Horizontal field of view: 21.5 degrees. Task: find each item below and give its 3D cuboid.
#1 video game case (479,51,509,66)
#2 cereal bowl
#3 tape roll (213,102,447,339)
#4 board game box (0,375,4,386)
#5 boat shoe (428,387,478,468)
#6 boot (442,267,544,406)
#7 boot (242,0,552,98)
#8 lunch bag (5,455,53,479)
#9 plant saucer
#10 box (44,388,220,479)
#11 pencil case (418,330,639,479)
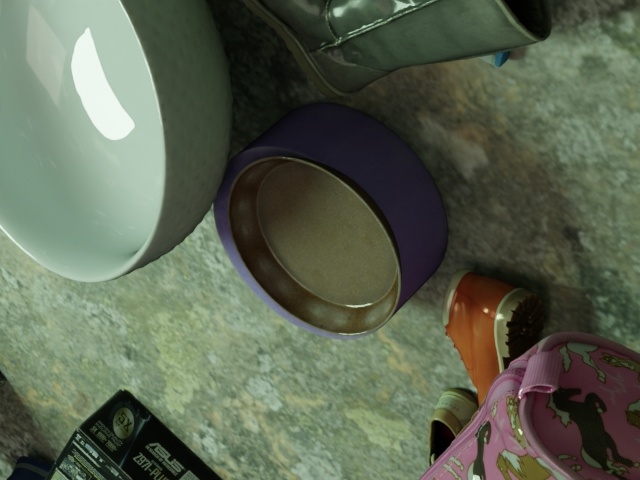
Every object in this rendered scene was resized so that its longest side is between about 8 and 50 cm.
[{"bbox_3d":[0.076,-0.212,1.256,0.166,0.015,0.119,29,136,21],"label":"video game case"},{"bbox_3d":[-0.189,-0.142,1.421,0.339,0.141,0.339,25,128,37],"label":"cereal bowl"},{"bbox_3d":[0.007,-0.015,1.423,0.189,0.080,0.189,23,134,27],"label":"tape roll"},{"bbox_3d":[-0.549,0.168,1.885,0.232,0.291,0.141,53,139,-6],"label":"board game box"},{"bbox_3d":[0.117,0.196,1.522,0.050,0.045,0.135,14,130,33],"label":"boat shoe"},{"bbox_3d":[0.142,0.095,1.420,0.085,0.059,0.158,26,133,36],"label":"boot"},{"bbox_3d":[0.043,-0.194,1.230,0.189,0.076,0.208,47,148,-22],"label":"boot"},{"bbox_3d":[-0.341,0.305,1.991,0.067,0.065,0.098,24,136,3],"label":"lunch bag"},{"bbox_3d":[0.000,0.000,1.358,0.168,0.029,0.168,24,135,26],"label":"plant saucer"},{"bbox_3d":[-0.197,0.274,1.830,0.180,0.077,0.147,42,139,6],"label":"box"},{"bbox_3d":[0.152,0.228,1.374,0.386,0.167,0.160,-56,44,48],"label":"pencil case"}]
